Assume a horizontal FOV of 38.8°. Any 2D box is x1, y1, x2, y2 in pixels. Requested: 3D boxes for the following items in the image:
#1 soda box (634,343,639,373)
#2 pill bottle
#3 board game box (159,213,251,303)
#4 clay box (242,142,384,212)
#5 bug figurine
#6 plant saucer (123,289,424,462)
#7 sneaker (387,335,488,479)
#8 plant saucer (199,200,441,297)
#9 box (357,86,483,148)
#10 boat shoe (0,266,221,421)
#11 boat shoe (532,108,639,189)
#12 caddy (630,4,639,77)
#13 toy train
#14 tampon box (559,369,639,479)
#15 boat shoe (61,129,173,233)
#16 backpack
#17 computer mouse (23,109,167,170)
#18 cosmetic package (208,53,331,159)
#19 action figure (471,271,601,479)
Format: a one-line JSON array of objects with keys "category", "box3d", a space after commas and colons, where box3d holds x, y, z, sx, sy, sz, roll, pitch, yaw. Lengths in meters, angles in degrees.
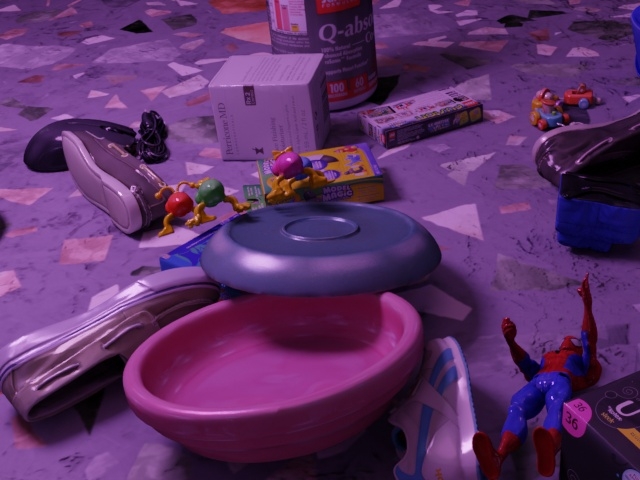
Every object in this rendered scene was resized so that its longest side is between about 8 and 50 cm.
[{"category": "soda box", "box3d": [0.477, 0.155, 0.934, 0.286, 0.091, 0.098, -5, 30, 2]}, {"category": "pill bottle", "box3d": [-0.002, -0.457, 1.787, 0.210, 0.362, 0.210, -5, 31, 3]}, {"category": "board game box", "box3d": [-0.098, 0.038, 1.282, 0.210, 0.047, 0.160, 20, 38, 36]}, {"category": "clay box", "box3d": [-0.017, -0.098, 1.491, 0.222, 0.053, 0.127, -9, 31, -6]}, {"category": "bug figurine", "box3d": [-0.109, -0.080, 1.321, 0.279, 0.072, 0.216, -18, 4, -13]}, {"category": "plant saucer", "box3d": [-0.047, 0.145, 1.007, 0.332, 0.084, 0.332, -9, 17, 3]}, {"category": "sneaker", "box3d": [0.119, 0.180, 0.968, 0.092, 0.087, 0.228, -11, 26, 8]}, {"category": "plant saucer", "box3d": [0.000, 0.000, 1.195, 0.318, 0.043, 0.317, -1, 18, 0]}, {"category": "box", "box3d": [0.185, -0.232, 1.693, 0.207, 0.036, 0.114, -18, 32, -18]}, {"category": "boat shoe", "box3d": [-0.249, 0.130, 1.129, 0.302, 0.109, 0.094, -26, 60, -23]}, {"category": "boat shoe", "box3d": [0.505, -0.151, 1.444, 0.335, 0.112, 0.095, -17, 49, -6]}, {"category": "caddy", "box3d": [0.744, -0.368, 1.689, 0.241, 0.179, 0.341, -43, 41, -11]}, {"category": "toy train", "box3d": [0.449, -0.253, 1.670, 0.125, 0.046, 0.166, 5, 32, 19]}, {"category": "tampon box", "box3d": [0.285, 0.218, 0.795, 0.101, 0.161, 0.120, -18, 32, -19]}, {"category": "boat shoe", "box3d": [-0.347, -0.111, 1.528, 0.091, 0.109, 0.305, -23, 41, -27]}, {"category": "backpack", "box3d": [0.391, -0.039, 1.267, 0.120, 0.101, 0.098, 6, 34, 13]}, {"category": "computer mouse", "box3d": [-0.431, -0.198, 1.720, 0.272, 0.072, 0.188, -9, 32, -5]}, {"category": "cosmetic package", "box3d": [-0.087, -0.244, 1.654, 0.184, 0.151, 0.151, 0, 32, 12]}, {"category": "action figure", "box3d": [0.231, 0.125, 0.947, 0.091, 0.139, 0.280, -9, 7, 28]}]
